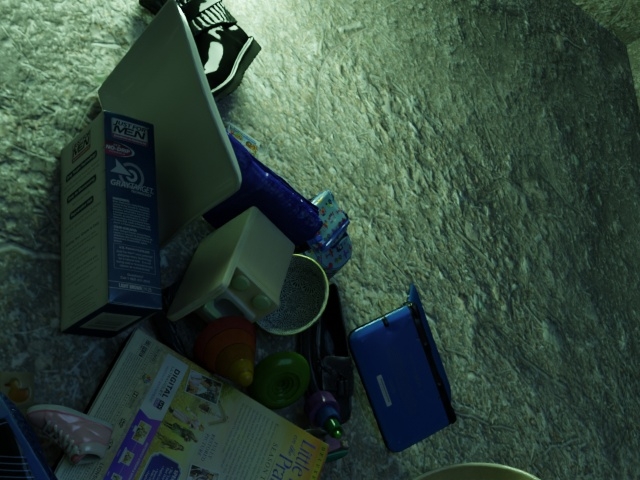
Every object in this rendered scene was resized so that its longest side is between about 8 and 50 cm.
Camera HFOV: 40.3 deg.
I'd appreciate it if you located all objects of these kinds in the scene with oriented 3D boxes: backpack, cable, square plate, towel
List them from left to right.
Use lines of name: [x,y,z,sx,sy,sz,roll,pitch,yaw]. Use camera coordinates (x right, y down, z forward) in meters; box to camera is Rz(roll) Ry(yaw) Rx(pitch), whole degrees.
square plate: [-0.266,-0.190,1.545,0.049,0.347,0.344,-13,79,-39]
cable: [-0.236,0.164,1.626,0.150,0.047,0.185,-26,84,-53]
towel: [-0.161,-0.096,1.690,0.308,0.227,0.076,43,52,-21]
backpack: [0.000,0.000,1.889,0.158,0.116,0.173,-40,102,-47]

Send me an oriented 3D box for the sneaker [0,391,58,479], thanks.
sneaker: [-0.445,0.337,1.268,0.090,0.081,0.232,-31,77,-11]

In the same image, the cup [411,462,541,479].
cup: [0.321,0.639,1.762,0.331,0.331,0.237,-24,114,-48]

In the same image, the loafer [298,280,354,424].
loafer: [0.016,0.229,1.797,0.109,0.095,0.303,5,66,-45]

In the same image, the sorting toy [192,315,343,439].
sorting toy: [-0.072,0.276,1.597,0.365,0.127,0.126,40,5,-36]

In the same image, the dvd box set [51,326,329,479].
dvd box set: [-0.206,0.378,1.465,0.420,0.062,0.308,33,49,-13]

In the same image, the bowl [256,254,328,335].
bowl: [-0.053,0.122,1.768,0.080,0.170,0.170,53,30,-61]

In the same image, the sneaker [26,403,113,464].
sneaker: [-0.382,0.295,1.317,0.134,0.051,0.070,22,45,-21]

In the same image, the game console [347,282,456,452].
game console: [0.184,0.279,1.954,0.250,0.173,0.293,-24,100,-18]

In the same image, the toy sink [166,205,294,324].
toy sink: [-0.158,0.078,1.612,0.131,0.152,0.234,45,33,-22]

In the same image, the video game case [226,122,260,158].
video game case: [-0.177,-0.186,1.886,0.087,0.011,0.122,32,50,-29]

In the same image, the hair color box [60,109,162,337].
hair color box: [-0.362,-0.026,1.495,0.105,0.173,0.348,12,62,-40]

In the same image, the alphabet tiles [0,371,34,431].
alphabet tiles: [-0.541,0.295,1.246,0.285,0.011,0.343,12,66,-45]

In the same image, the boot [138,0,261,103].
boot: [-0.277,-0.421,1.815,0.260,0.131,0.348,51,32,-22]

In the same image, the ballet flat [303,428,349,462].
ballet flat: [-0.034,0.408,1.681,0.221,0.077,0.079,-9,58,-48]
